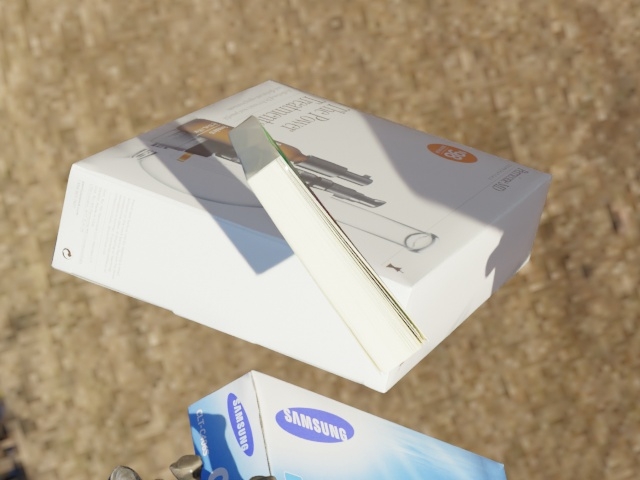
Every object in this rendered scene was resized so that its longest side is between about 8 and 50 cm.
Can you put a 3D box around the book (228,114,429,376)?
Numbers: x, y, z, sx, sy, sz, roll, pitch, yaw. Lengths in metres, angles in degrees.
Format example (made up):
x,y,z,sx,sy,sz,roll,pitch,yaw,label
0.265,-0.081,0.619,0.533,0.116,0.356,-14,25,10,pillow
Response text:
x,y,z,sx,sy,sz,roll,pitch,yaw,label
0.000,0.000,1.115,0.144,0.035,0.096,53,-177,-21,book

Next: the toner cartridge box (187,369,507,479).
x,y,z,sx,sy,sz,roll,pitch,yaw,label
0.044,0.233,1.581,0.075,0.348,0.165,-31,55,28,toner cartridge box

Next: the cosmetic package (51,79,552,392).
x,y,z,sx,sy,sz,roll,pitch,yaw,label
0.000,-0.019,1.572,0.284,0.377,0.097,22,112,16,cosmetic package

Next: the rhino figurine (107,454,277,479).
x,y,z,sx,sy,sz,roll,pitch,yaw,label
-0.095,0.216,1.386,0.243,0.073,0.106,7,115,53,rhino figurine
